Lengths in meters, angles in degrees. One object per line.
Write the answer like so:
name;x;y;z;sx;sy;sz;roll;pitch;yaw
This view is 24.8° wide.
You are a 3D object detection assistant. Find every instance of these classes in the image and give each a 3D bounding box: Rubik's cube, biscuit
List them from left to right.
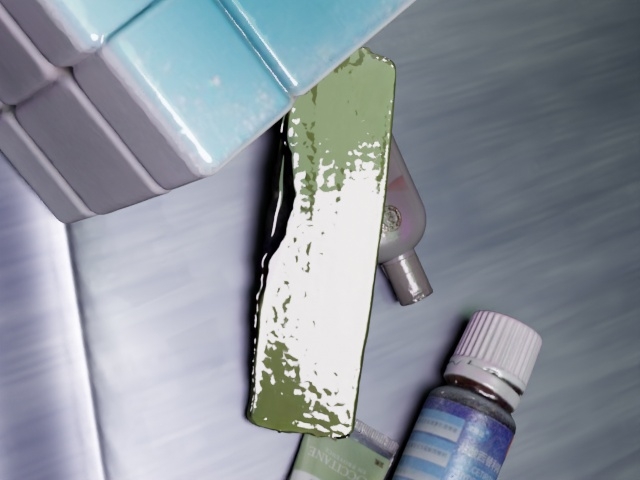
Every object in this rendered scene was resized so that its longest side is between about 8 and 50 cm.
Rubik's cube;-0.120;-0.235;1.026;0.322;0.319;0.316;-41;102;-23
biscuit;0.000;0.000;1.193;0.099;0.038;0.322;6;91;-6

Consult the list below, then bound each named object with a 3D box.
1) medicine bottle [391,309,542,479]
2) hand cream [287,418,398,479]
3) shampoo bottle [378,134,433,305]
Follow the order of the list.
medicine bottle;0.123;0.161;1.241;0.083;0.083;0.203;30;73;-20
hand cream;-0.013;0.249;1.191;0.086;0.055;0.235;35;66;-19
shampoo bottle;0.050;-0.024;1.242;0.080;0.040;0.165;-26;97;-19
